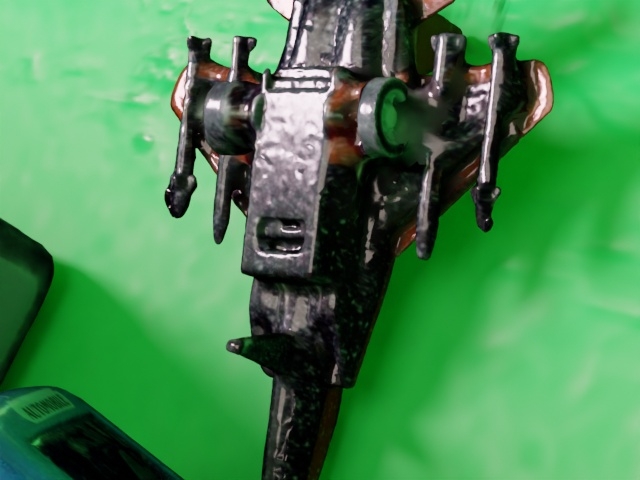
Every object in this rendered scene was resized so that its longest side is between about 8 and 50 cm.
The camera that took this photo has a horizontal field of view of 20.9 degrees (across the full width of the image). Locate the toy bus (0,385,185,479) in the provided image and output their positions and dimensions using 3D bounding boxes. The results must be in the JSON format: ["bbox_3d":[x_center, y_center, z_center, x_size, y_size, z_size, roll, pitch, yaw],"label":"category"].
[{"bbox_3d":[-0.108,0.160,0.421,0.134,0.113,0.246,41,93,3],"label":"toy bus"}]

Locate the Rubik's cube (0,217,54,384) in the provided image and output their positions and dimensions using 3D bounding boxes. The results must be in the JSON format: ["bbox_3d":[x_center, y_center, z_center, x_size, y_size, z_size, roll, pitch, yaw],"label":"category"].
[{"bbox_3d":[-0.312,0.043,0.516,0.293,0.287,0.291,18,79,35],"label":"Rubik's cube"}]

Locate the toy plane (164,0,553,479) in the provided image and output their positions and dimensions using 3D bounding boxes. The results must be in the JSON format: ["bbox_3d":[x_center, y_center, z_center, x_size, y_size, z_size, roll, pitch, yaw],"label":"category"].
[{"bbox_3d":[-0.002,-0.001,0.492,0.130,0.061,0.189,3,71,31],"label":"toy plane"}]
